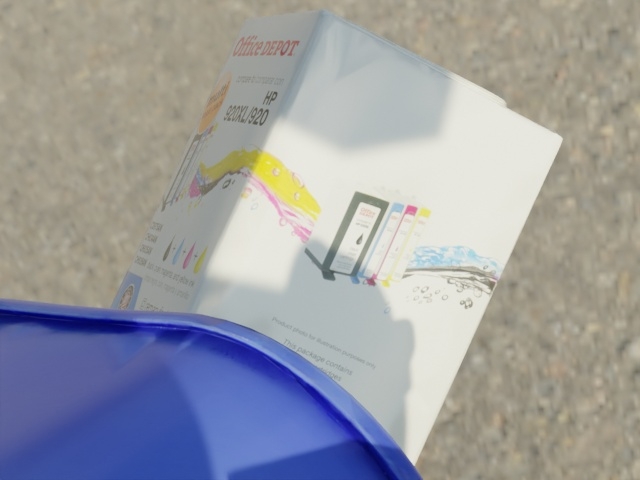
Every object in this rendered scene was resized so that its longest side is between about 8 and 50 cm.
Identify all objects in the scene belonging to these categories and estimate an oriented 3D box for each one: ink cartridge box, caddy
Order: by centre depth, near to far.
[{"bbox_3d":[-0.086,0.150,0.762,0.341,0.241,0.179,3,21,42],"label":"caddy"},{"bbox_3d":[0.000,0.000,1.176,0.233,0.168,0.171,-65,19,-3],"label":"ink cartridge box"}]
